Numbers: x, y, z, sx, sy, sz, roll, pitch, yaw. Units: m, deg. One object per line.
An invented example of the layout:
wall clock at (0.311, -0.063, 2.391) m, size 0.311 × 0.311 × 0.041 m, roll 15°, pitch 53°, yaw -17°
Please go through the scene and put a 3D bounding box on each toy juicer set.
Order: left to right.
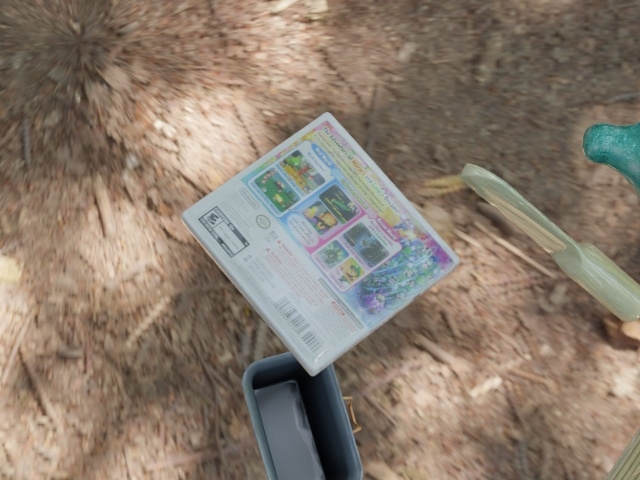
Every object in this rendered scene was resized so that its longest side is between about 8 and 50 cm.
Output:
toy juicer set at (0.290, -0.024, 1.092) m, size 0.329 × 0.089 × 0.209 m, roll -7°, pitch 138°, yaw 28°

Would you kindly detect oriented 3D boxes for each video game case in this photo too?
video game case at (0.000, 0.000, 1.147) m, size 0.143 × 0.019 × 0.157 m, roll -36°, pitch 75°, yaw -18°

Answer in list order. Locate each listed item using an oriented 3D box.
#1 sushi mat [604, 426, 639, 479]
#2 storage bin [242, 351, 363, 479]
sushi mat at (0.239, 0.231, 1.148) m, size 0.019 × 0.151 × 0.316 m, roll 11°, pitch 125°, yaw -21°
storage bin at (-0.019, 0.172, 1.407) m, size 0.098 × 0.091 × 0.135 m, roll -14°, pitch 81°, yaw -14°
